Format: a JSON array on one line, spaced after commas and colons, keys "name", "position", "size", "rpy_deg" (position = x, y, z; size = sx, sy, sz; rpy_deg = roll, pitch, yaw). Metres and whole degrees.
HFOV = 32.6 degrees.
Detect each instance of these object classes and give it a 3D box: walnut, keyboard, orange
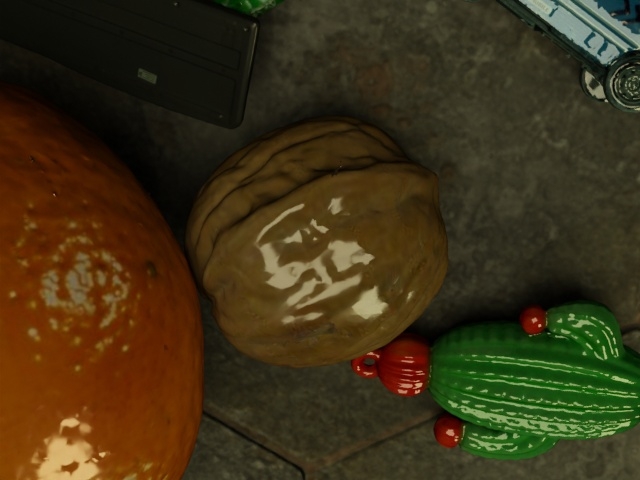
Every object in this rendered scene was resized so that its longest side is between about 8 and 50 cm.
[{"name": "walnut", "position": [0.000, 0.000, 0.874], "size": [0.213, 0.213, 0.213], "rpy_deg": [1, 107, 5]}, {"name": "keyboard", "position": [-0.129, -0.154, 0.853], "size": [0.381, 0.041, 0.103], "rpy_deg": [27, 123, 22]}, {"name": "orange", "position": [-0.294, 0.088, 0.826], "size": [0.424, 0.326, 0.423], "rpy_deg": [8, 110, 24]}]

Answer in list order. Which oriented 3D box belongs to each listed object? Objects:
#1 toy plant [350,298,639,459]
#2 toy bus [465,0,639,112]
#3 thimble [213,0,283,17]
[{"name": "toy plant", "position": [0.161, 0.128, 0.950], "size": [0.240, 0.088, 0.154], "rpy_deg": [-16, 120, 17]}, {"name": "toy bus", "position": [0.200, -0.201, 0.832], "size": [0.246, 0.113, 0.134], "rpy_deg": [35, 101, -4]}, {"name": "thimble", "position": [-0.058, -0.239, 0.842], "size": [0.090, 0.118, 0.130], "rpy_deg": [-28, 85, 17]}]
